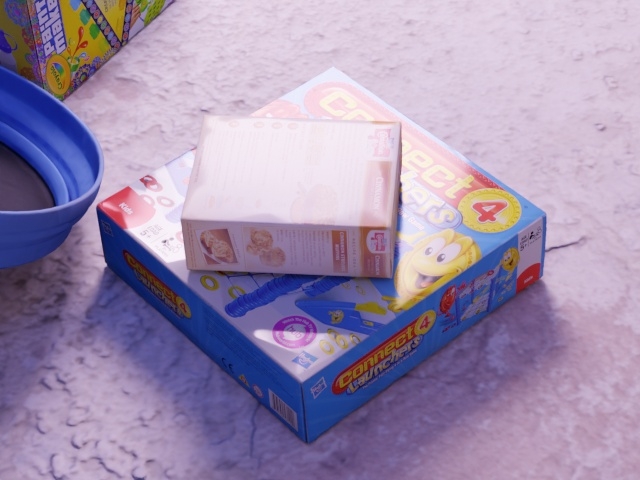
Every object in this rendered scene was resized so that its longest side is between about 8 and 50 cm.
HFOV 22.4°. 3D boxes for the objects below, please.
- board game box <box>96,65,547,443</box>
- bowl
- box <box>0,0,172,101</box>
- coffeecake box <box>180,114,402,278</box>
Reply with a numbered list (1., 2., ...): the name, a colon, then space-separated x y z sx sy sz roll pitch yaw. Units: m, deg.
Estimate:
1. board game box: 0.000 0.000 1.532 0.302 0.086 0.308 -33 52 -26
2. bowl: -0.401 -0.096 1.539 0.391 0.077 0.391 20 23 -9
3. box: -0.344 -0.332 1.820 0.290 0.177 0.279 23 51 23
4. coffeecake box: -0.022 -0.041 1.464 0.186 0.068 0.142 2 45 6
